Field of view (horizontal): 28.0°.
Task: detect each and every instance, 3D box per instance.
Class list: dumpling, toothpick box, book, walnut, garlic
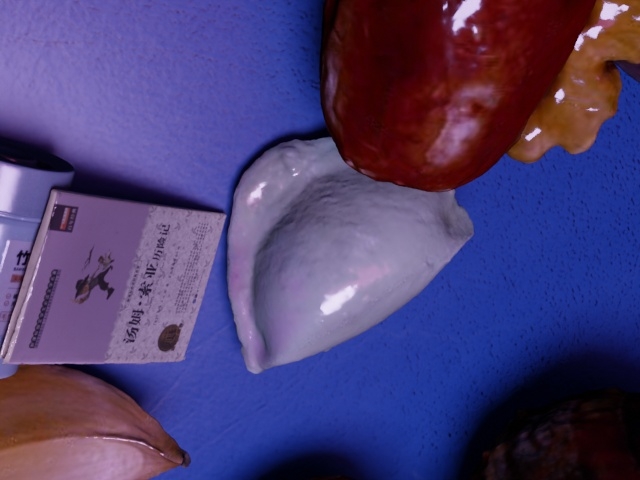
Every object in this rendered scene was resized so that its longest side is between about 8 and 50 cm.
[{"bbox_3d":[0.006,0.007,0.999,0.216,0.149,0.105,-40,152,1],"label":"dumpling"},{"bbox_3d":[-0.241,0.008,0.901,0.101,0.101,0.153,14,101,-22],"label":"toothpick box"},{"bbox_3d":[-0.145,0.031,0.938,0.181,0.014,0.127,7,104,-54],"label":"book"},{"bbox_3d":[0.124,-0.170,0.921,0.243,0.222,0.269,11,117,-3],"label":"walnut"},{"bbox_3d":[-0.213,0.146,0.946,0.206,0.128,0.115,-4,62,-22],"label":"garlic"}]

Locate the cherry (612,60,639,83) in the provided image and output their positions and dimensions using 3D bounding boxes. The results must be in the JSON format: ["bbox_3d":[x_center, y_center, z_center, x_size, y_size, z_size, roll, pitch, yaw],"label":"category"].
[{"bbox_3d":[0.323,-0.205,0.997,0.266,0.183,0.213,-1,94,2],"label":"cherry"}]

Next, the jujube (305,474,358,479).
[{"bbox_3d":[-0.012,0.308,1.015,0.232,0.213,0.213,-43,114,-10],"label":"jujube"}]

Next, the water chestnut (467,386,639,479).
[{"bbox_3d":[0.257,0.290,1.035,0.350,0.350,0.302,17,110,-22],"label":"water chestnut"}]
